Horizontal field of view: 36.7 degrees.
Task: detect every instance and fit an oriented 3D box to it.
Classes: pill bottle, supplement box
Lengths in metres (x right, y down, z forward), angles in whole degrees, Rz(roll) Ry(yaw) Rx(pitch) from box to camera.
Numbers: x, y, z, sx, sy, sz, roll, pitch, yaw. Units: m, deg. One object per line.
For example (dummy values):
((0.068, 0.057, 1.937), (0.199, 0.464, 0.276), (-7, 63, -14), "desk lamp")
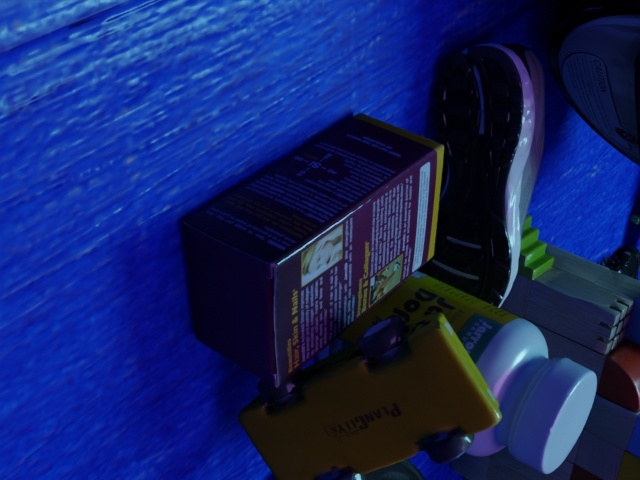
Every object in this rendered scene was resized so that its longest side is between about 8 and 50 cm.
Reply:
((0.110, 0.102, 0.786), (0.117, 0.208, 0.118), (-34, 137, -39), "pill bottle")
((0.000, 0.000, 0.677), (0.188, 0.080, 0.104), (-35, 138, -39), "supplement box")

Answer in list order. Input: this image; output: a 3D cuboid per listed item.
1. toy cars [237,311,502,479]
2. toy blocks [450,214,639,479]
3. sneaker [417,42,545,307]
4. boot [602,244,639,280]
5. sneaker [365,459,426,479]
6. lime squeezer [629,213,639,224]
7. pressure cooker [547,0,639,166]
((0.017, 0.200, 0.741), (0.087, 0.176, 0.394), (-42, 151, -58), "toy cars")
((0.303, 0.184, 1.077), (0.190, 0.260, 0.382), (-24, 130, -46), "toy blocks")
((0.151, -0.043, 0.857), (0.108, 0.100, 0.272), (-29, 133, -51), "sneaker")
((0.422, 0.072, 1.381), (0.099, 0.045, 0.121), (-33, 129, -44), "boot")
((0.147, 0.353, 0.922), (0.483, 0.202, 0.185), (50, 52, -24), "sneaker")
((0.537, -0.004, 1.508), (0.110, 0.059, 0.310), (-31, 147, 6), "lime squeezer")
((0.414, -0.200, 0.858), (0.420, 0.369, 0.375), (-57, -168, -7), "pressure cooker")
